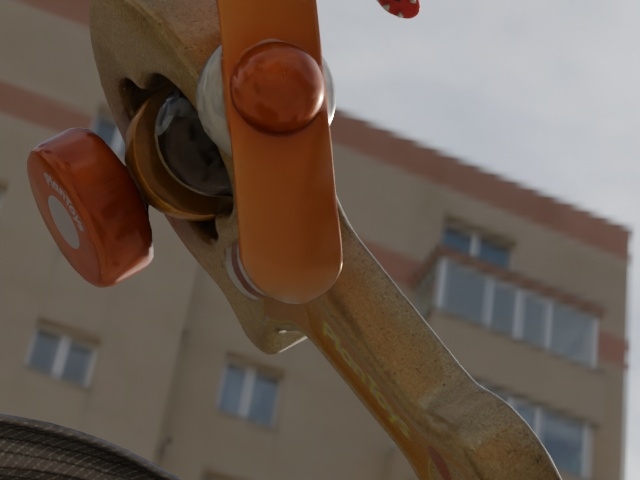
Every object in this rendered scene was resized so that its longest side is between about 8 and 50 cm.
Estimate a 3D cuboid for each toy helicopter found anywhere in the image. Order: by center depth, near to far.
[{"bbox_3d":[0.000,0.000,0.918,0.140,0.355,0.235,-29,-26,-23],"label":"toy helicopter"}]

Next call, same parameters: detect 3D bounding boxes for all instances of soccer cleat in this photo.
[{"bbox_3d":[0.041,-0.197,1.466,0.083,0.035,0.029,34,-68,-12],"label":"soccer cleat"}]

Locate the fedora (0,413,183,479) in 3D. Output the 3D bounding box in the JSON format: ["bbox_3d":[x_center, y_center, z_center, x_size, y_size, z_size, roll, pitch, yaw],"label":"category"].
[{"bbox_3d":[-0.127,0.193,0.735,0.275,0.124,0.244,27,-65,-24],"label":"fedora"}]
